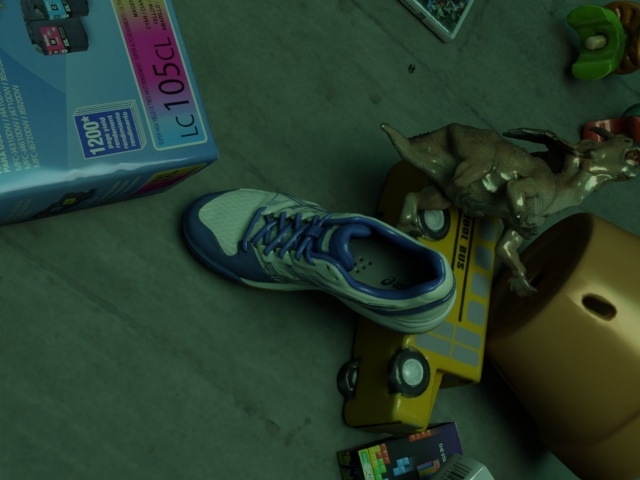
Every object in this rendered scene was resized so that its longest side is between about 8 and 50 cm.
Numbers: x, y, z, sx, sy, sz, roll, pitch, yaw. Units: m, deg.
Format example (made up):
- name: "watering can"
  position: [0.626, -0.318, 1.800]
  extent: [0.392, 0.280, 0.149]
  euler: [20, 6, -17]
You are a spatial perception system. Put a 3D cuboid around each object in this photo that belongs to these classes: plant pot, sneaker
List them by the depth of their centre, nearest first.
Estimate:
- name: "sneaker"
  position: [0.000, 0.000, 1.097]
  extent: [0.296, 0.131, 0.112]
  euler: [16, 72, 6]
- name: "plant pot"
  position: [0.320, 0.104, 1.249]
  extent: [0.203, 0.291, 0.291]
  euler: [40, 61, -9]

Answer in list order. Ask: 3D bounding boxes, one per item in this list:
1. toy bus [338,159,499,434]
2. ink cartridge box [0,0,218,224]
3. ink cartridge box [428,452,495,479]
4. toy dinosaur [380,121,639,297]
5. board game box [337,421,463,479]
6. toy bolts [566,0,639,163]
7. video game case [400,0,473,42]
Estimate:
- name: "toy bus"
  position: [0.119, 0.057, 1.232]
  extent: [0.130, 0.108, 0.333]
  euler: [21, 68, -28]
- name: "ink cartridge box"
  position: [-0.324, -0.145, 0.974]
  extent: [0.395, 0.151, 0.270]
  euler: [-15, 84, -32]
- name: "ink cartridge box"
  position: [0.146, 0.369, 1.148]
  extent: [0.189, 0.066, 0.232]
  euler: [-44, 117, -20]
- name: "toy dinosaur"
  position: [0.189, -0.077, 1.178]
  extent: [0.295, 0.127, 0.200]
  euler: [23, 55, -10]
- name: "board game box"
  position: [0.105, 0.301, 1.199]
  extent: [0.141, 0.048, 0.170]
  euler: [-10, 84, -32]
- name: "toy bolts"
  position: [0.462, -0.215, 1.470]
  extent: [0.158, 0.218, 0.229]
  euler: [-15, 105, -40]
- name: "video game case"
  position: [0.142, -0.379, 1.401]
  extent: [0.173, 0.022, 0.190]
  euler: [39, 61, -18]
